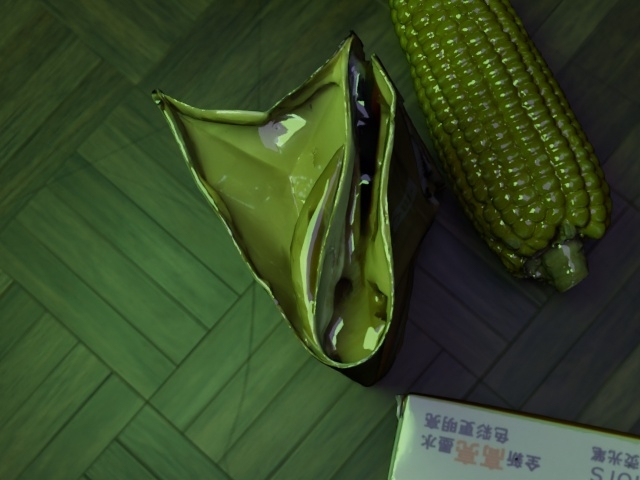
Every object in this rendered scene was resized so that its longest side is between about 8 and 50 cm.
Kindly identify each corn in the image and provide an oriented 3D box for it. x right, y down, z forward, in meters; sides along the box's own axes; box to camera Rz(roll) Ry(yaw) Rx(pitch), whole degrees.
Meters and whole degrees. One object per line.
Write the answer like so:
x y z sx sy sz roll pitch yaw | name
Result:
0.142 -0.107 0.931 0.119 0.119 0.322 -25 74 -1 | corn

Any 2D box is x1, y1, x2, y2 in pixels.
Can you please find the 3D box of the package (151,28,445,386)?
0.025 -0.022 0.819 0.165 0.311 0.221 -34 78 0 | package

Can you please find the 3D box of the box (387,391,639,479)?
0.176 0.246 0.872 0.274 0.091 0.221 9 81 6 | box
